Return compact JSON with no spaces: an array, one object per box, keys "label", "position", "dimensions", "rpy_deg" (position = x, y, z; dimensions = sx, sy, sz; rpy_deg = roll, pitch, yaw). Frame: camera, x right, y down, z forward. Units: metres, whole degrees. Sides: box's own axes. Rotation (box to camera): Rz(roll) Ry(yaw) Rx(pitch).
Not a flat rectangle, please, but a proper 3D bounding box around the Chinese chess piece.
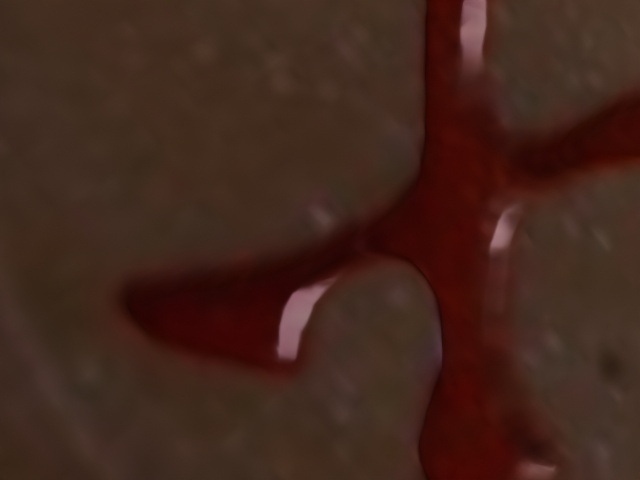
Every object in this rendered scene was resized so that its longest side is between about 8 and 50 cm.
[{"label":"Chinese chess piece","position":[0.000,0.000,0.470],"dimensions":[0.338,0.338,0.140],"rpy_deg":[-21,-6,-37]}]
